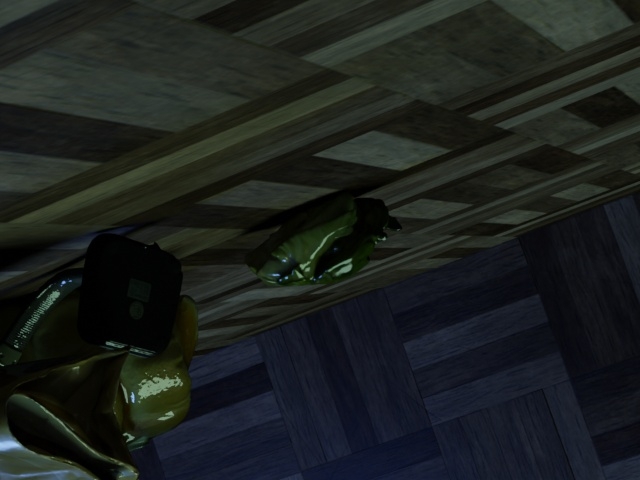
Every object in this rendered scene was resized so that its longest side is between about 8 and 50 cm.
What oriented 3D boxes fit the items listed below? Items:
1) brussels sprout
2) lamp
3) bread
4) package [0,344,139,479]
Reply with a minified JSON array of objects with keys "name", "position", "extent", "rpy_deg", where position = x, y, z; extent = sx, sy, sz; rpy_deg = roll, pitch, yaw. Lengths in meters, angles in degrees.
[{"name":"brussels sprout","position":[0.001,0.003,1.919],"extent":[0.181,0.100,0.139],"rpy_deg":[-37,-173,7]},{"name":"lamp","position":[-0.303,0.072,1.634],"extent":[0.283,0.125,0.203],"rpy_deg":[-22,151,37]},{"name":"bread","position":[-0.316,0.175,1.916],"extent":[0.341,0.210,0.300],"rpy_deg":[-15,170,-26]},{"name":"package","position":[-0.341,0.216,1.526],"extent":[0.311,0.165,0.221],"rpy_deg":[-13,-176,27]}]
